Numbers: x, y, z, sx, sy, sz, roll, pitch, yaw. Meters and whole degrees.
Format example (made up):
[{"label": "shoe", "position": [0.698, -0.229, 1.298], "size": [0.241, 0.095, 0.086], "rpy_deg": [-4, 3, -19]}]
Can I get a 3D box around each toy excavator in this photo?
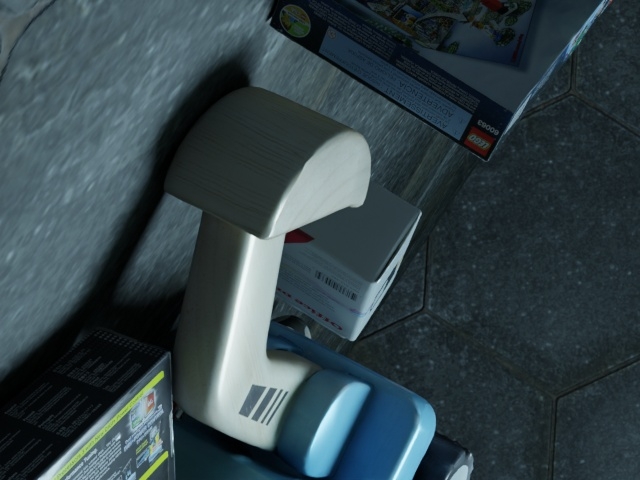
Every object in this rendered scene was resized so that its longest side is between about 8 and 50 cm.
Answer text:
[{"label": "toy excavator", "position": [-0.042, 0.141, 1.037], "size": [0.433, 0.222, 0.445], "rpy_deg": [-64, 159, 0]}]

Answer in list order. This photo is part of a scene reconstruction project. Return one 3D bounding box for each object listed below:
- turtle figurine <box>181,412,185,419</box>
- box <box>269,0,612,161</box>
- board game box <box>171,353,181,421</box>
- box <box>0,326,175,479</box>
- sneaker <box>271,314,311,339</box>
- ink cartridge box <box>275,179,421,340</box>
[{"label": "turtle figurine", "position": [-0.161, 0.282, 1.498], "size": [0.217, 0.087, 0.269], "rpy_deg": [-64, 164, 2]}, {"label": "box", "position": [0.094, -0.164, 0.923], "size": [0.233, 0.159, 0.044], "rpy_deg": [-48, 168, -44]}, {"label": "board game box", "position": [-0.148, 0.175, 1.191], "size": [0.169, 0.033, 0.133], "rpy_deg": [-58, -172, 13]}, {"label": "box", "position": [-0.181, 0.211, 0.855], "size": [0.270, 0.060, 0.216], "rpy_deg": [-46, 144, -50]}, {"label": "sneaker", "position": [-0.081, 0.201, 1.630], "size": [0.271, 0.100, 0.108], "rpy_deg": [-59, 177, 22]}, {"label": "ink cartridge box", "position": [0.000, 0.000, 1.156], "size": [0.072, 0.127, 0.175], "rpy_deg": [-56, 174, -18]}]
